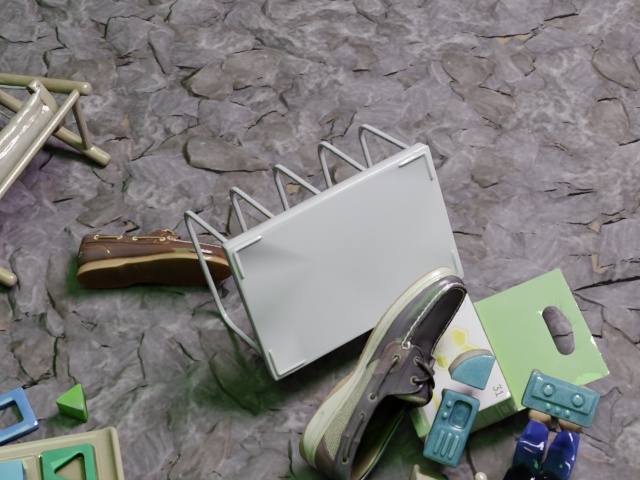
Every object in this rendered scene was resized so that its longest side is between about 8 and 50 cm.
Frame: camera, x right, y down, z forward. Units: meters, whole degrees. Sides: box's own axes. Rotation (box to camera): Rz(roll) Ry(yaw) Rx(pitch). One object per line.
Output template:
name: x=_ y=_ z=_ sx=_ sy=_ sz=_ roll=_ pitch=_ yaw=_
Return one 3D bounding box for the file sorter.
file sorter: x=0.000 y=0.000 z=1.768 sx=0.278 sy=0.192 sz=0.173 roll=-27 pitch=31 yaw=-16

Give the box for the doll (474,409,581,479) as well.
doll: x=0.241 y=0.285 z=1.651 sx=0.129 sy=0.046 sz=0.189 roll=11 pitch=53 yaw=21

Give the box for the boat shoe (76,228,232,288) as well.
boat shoe: x=-0.216 y=0.017 z=1.856 sx=0.207 sy=0.073 sz=0.073 roll=0 pitch=56 yaw=3

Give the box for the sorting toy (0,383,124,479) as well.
sorting toy: x=-0.325 y=0.308 z=1.664 sx=0.196 sy=0.047 sz=0.347 roll=-12 pitch=54 yaw=-5

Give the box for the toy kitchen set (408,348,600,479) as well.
toy kitchen set: x=0.202 y=0.241 z=1.596 sx=0.166 sy=0.122 sz=0.207 roll=19 pitch=93 yaw=1

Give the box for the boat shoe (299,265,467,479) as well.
boat shoe: x=0.090 y=0.164 z=1.660 sx=0.092 sy=0.103 sz=0.285 roll=38 pitch=92 yaw=34

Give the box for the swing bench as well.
swing bench: x=-0.463 y=-0.112 z=1.907 sx=0.255 sy=0.165 sz=0.253 roll=21 pitch=58 yaw=18

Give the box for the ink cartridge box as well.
ink cartridge box: x=0.206 y=0.132 z=1.724 sx=0.235 sy=0.056 sz=0.171 roll=-25 pitch=54 yaw=8
